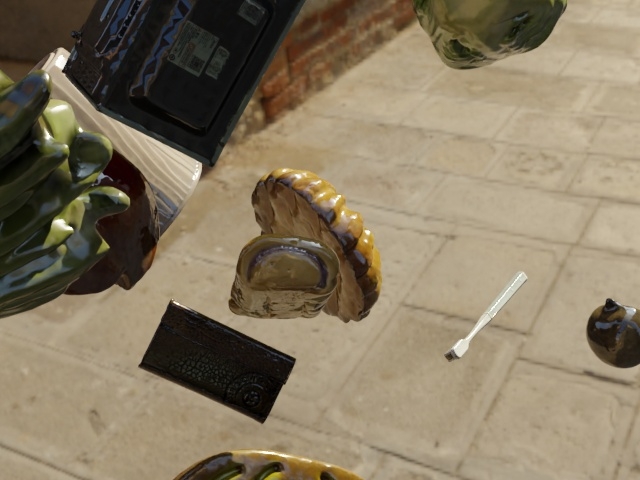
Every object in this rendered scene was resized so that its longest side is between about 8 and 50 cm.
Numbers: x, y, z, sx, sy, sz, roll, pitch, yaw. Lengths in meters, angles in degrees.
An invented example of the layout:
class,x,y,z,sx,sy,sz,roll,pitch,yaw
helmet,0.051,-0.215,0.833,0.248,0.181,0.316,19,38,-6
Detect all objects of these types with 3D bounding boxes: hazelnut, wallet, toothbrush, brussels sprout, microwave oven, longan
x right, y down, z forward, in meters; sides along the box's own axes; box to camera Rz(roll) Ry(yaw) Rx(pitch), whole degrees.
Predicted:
class,x,y,z,sx,sy,sz,roll,pitch,yaw
hazelnut,-0.270,-0.018,0.975,0.170,0.160,0.201,9,37,27
wallet,-0.176,0.211,1.533,0.243,0.132,0.039,28,-1,-11
toothbrush,0.318,0.137,1.668,0.030,0.025,0.342,-36,0,42
brussels sprout,0.234,-0.352,1.253,0.219,0.210,0.271,-20,12,25
microwave oven,-0.163,-0.278,1.070,0.181,0.295,0.237,26,8,-32
longan,0.464,0.143,1.384,0.092,0.113,0.113,-16,33,-30

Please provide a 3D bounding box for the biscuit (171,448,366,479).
class,x,y,z,sx,sy,sz,roll,pitch,yaw
biscuit,-0.068,0.470,1.254,0.394,0.350,0.070,13,1,-25

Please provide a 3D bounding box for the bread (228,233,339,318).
class,x,y,z,sx,sy,sz,roll,pitch,yaw
bread,-0.050,0.052,1.175,0.134,0.225,0.081,2,72,-9

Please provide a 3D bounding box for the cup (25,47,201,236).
class,x,y,z,sx,sy,sz,roll,pitch,yaw
cup,-0.319,-0.137,1.290,0.208,0.273,0.288,-15,41,51

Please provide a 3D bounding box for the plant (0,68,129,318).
class,x,y,z,sx,sy,sz,roll,pitch,yaw
plant,-0.273,0.004,0.449,0.333,0.251,0.180,-39,57,-20

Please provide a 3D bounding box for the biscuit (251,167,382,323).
class,x,y,z,sx,sy,sz,roll,pitch,yaw
biscuit,0.000,0.000,1.650,0.107,0.325,0.326,-35,41,-21
